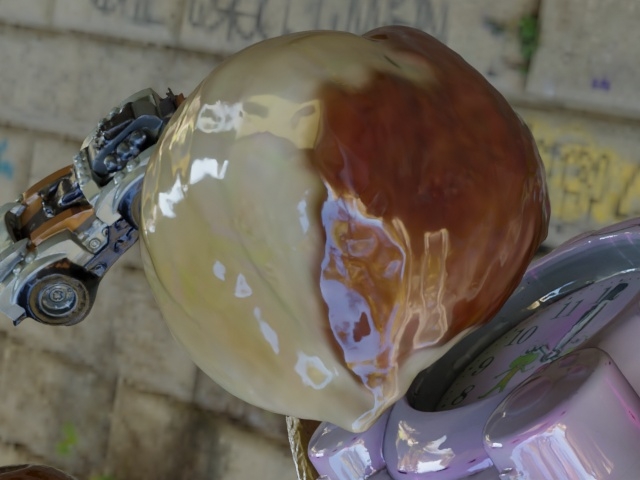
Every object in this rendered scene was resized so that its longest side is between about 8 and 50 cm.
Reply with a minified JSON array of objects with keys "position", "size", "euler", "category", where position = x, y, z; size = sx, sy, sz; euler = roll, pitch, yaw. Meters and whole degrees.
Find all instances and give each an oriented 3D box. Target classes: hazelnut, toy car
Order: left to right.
[{"position":[-0.248,-0.047,1.579],"size":[0.118,0.301,0.193],"euler":[40,-166,-32],"category":"toy car"},{"position":[0.014,-0.004,0.870],"size":[0.261,0.241,0.261],"euler":[-15,165,-4],"category":"hazelnut"}]

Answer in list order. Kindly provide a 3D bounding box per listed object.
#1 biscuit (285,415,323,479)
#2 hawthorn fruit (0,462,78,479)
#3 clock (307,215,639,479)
[{"position":[0.058,0.327,1.807],"size":[0.301,0.043,0.278],"euler":[51,-151,-3],"category":"biscuit"},{"position":[-0.281,0.377,1.479],"size":[0.298,0.277,0.277],"euler":[26,-170,15],"category":"hawthorn fruit"},{"position":[0.176,0.088,1.009],"size":[0.322,0.113,0.295],"euler":[-40,-168,-30],"category":"clock"}]
